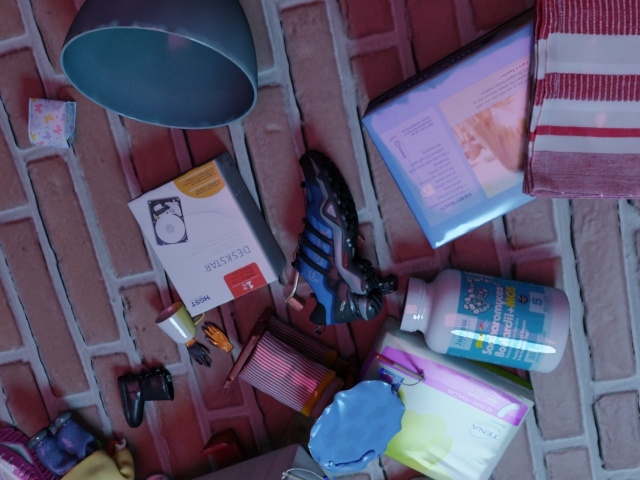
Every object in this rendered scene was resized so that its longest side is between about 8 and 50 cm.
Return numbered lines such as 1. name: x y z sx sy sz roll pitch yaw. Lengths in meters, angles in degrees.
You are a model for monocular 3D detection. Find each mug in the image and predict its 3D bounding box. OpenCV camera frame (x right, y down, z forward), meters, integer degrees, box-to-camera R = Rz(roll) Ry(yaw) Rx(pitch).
1. mug: -0.257 0.154 1.372 0.078 0.062 0.064 -27 109 21

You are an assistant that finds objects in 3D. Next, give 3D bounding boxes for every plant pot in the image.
1. plant pot: -0.231 -0.324 1.136 0.290 0.290 0.195 3 72 6

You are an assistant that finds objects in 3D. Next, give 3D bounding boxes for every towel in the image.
1. towel: 0.390 -0.215 0.954 0.237 0.037 0.329 0 104 0

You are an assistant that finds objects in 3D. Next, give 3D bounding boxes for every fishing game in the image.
1. fishing game: 0.060 0.308 1.241 0.189 0.041 0.264 31 96 -38

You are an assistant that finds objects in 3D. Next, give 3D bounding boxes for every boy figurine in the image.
1. boy figurine: -0.431 0.460 1.425 0.285 0.177 0.092 48 143 1

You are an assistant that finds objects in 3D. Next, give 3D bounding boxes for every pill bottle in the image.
1. pill bottle: 0.271 0.130 1.251 0.264 0.146 0.146 10 108 4

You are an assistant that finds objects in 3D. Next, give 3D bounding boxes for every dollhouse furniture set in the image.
1. dollhouse furniture set: -0.104 0.335 1.356 0.201 0.152 0.374 28 108 -2

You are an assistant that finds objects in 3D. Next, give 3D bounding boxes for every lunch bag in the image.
1. lunch bag: -0.469 -0.205 1.295 0.071 0.053 0.083 5 97 3

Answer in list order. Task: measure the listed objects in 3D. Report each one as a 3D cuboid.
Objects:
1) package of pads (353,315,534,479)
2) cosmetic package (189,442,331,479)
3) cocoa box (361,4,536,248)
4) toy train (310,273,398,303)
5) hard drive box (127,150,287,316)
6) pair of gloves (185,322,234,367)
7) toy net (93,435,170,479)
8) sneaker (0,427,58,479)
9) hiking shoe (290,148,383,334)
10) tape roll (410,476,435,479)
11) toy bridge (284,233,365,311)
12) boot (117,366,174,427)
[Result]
1. package of pads: 0.201 0.304 1.335 0.296 0.101 0.229 25 108 0
2. cosmetic package: -0.145 0.526 1.331 0.365 0.155 0.197 -25 112 29
3. cocoa box: 0.266 -0.183 1.114 0.347 0.228 0.231 -28 101 14
4. toy train: 0.061 0.090 1.316 0.158 0.027 0.036 -9 130 -2
5. hard drive box: -0.194 -0.012 1.298 0.181 0.089 0.232 -25 102 14
6. pair of gloves: -0.214 0.199 1.404 0.083 0.010 0.074 -37 99 17
7. toy net: -0.381 0.478 1.496 0.232 0.045 0.122 18 79 -1
8. sneaker: -0.592 0.501 1.503 0.111 0.103 0.252 -43 91 21
9. hiking shoe: 0.000 0.000 1.242 0.132 0.113 0.304 -18 85 16
10. tape roll: 0.242 0.644 1.448 0.392 0.072 0.392 2 106 7
11. toy bridge: -0.005 0.045 1.323 0.063 0.026 0.188 41 107 -4
12. boot: -0.332 0.304 1.435 0.099 0.045 0.121 -8 105 6
